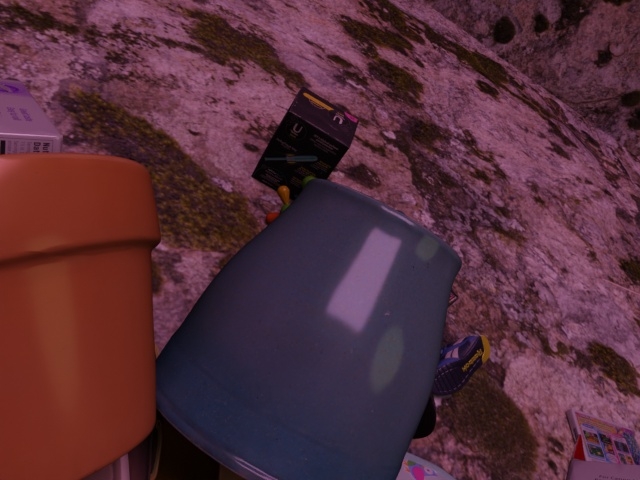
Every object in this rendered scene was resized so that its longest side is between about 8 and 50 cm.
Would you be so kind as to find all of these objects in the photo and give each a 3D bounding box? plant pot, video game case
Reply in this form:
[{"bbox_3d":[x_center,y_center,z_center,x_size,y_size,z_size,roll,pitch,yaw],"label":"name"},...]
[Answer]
[{"bbox_3d":[-0.247,0.075,0.407,0.291,0.291,0.203,-15,88,-43],"label":"plant pot"},{"bbox_3d":[0.522,0.388,0.986,0.157,0.019,0.143,21,43,-18],"label":"video game case"},{"bbox_3d":[0.005,0.087,0.565,0.272,0.272,0.255,30,85,-10],"label":"plant pot"},{"bbox_3d":[-0.115,0.236,0.593,0.095,0.134,0.134,18,41,-48],"label":"plant pot"}]

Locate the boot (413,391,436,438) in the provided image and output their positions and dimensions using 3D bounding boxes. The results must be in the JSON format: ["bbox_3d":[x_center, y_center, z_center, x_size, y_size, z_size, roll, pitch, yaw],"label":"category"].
[{"bbox_3d":[0.112,0.122,0.844,0.264,0.096,0.280,58,25,-19],"label":"boot"}]

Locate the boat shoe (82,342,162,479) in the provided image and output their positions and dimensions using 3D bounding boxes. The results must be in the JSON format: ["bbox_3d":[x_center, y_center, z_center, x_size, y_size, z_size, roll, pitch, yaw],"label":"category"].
[{"bbox_3d":[-0.208,0.223,0.540,0.097,0.117,0.324,45,26,-52],"label":"boat shoe"}]

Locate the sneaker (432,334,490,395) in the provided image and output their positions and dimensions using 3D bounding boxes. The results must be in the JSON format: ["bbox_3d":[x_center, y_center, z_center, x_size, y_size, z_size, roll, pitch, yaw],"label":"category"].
[{"bbox_3d":[0.220,0.207,0.914,0.144,0.059,0.053,-28,103,-31],"label":"sneaker"}]

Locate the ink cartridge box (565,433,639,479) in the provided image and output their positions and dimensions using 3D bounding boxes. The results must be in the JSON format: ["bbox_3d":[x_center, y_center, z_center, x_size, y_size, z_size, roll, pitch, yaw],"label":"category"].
[{"bbox_3d":[0.355,0.422,0.613,0.272,0.130,0.309,-27,108,-56],"label":"ink cartridge box"}]

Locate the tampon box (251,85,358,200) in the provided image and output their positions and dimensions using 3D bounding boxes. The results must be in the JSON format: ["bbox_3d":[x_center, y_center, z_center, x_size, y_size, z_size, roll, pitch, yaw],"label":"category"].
[{"bbox_3d":[-0.028,-0.167,0.992,0.121,0.161,0.101,30,41,-11],"label":"tampon box"}]

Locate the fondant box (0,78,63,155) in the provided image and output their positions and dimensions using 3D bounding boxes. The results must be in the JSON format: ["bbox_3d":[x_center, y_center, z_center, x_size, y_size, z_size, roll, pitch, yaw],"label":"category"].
[{"bbox_3d":[-0.487,-0.122,0.599,0.331,0.096,0.238,-2,29,-39],"label":"fondant box"}]

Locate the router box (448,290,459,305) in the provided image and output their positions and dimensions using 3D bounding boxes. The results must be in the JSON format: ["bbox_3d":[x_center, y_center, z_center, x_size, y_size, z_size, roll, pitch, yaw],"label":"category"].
[{"bbox_3d":[0.183,0.099,0.992,0.123,0.038,0.092,-23,68,-45],"label":"router box"}]

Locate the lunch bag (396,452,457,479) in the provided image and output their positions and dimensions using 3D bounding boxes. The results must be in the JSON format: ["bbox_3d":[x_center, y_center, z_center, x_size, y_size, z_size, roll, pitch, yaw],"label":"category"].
[{"bbox_3d":[0.116,0.382,0.591,0.262,0.160,0.223,41,41,-5],"label":"lunch bag"}]

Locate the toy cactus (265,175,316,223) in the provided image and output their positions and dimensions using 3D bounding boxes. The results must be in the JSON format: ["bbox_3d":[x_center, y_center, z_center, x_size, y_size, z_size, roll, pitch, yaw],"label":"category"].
[{"bbox_3d":[0.000,0.000,0.925,0.181,0.112,0.218,30,35,-39],"label":"toy cactus"}]
